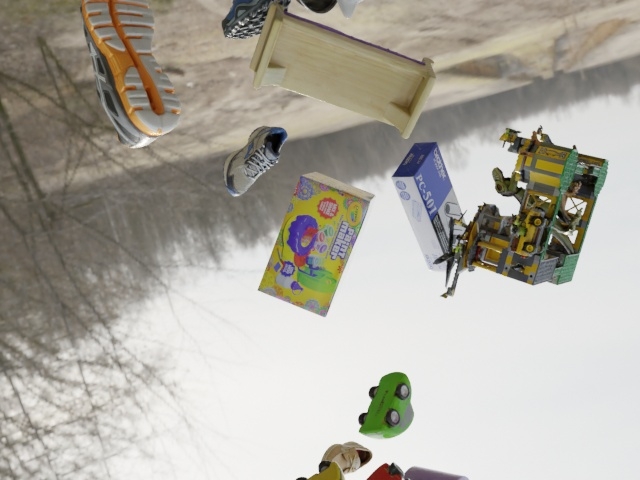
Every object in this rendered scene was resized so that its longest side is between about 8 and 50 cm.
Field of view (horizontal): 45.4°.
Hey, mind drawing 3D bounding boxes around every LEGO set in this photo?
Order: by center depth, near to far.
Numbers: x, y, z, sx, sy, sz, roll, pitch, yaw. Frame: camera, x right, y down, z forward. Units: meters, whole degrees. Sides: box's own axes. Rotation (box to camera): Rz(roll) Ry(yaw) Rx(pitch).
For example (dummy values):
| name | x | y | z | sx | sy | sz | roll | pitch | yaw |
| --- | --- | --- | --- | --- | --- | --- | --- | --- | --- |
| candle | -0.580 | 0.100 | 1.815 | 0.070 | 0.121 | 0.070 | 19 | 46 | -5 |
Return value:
| name | x | y | z | sx | sy | sz | roll | pitch | yaw |
| --- | --- | --- | --- | --- | --- | --- | --- | --- | --- |
| LEGO set | 0.287 | -0.053 | 1.155 | 0.192 | 0.254 | 0.331 | 19 | -161 | 29 |

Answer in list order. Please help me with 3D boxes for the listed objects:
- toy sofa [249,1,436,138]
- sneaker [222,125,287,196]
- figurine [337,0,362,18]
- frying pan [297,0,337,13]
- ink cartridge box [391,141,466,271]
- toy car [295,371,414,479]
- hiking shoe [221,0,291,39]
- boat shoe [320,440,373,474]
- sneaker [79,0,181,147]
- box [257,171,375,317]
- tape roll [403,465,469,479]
| name | x | y | z | sx | sy | sz | roll | pitch | yaw |
| --- | --- | --- | --- | --- | --- | --- | --- | --- | --- |
| toy sofa | 0.046 | -0.361 | 1.593 | 0.363 | 0.150 | 0.177 | 17 | -149 | -12 |
| sneaker | -0.092 | -0.120 | 1.107 | 0.058 | 0.052 | 0.135 | -4 | -133 | 43 |
| figurine | 0.045 | -0.423 | 0.978 | 0.092 | 0.209 | 0.215 | -2 | 149 | -14 |
| frying pan | 0.009 | -0.548 | 1.382 | 0.053 | 0.197 | 0.326 | 4 | -129 | 31 |
| ink cartridge box | 0.189 | -0.054 | 1.287 | 0.046 | 0.207 | 0.097 | 2 | -138 | 38 |
| toy car | 0.072 | 0.271 | 0.978 | 0.239 | 0.053 | 0.225 | -19 | -147 | 47 |
| hiking shoe | -0.121 | -0.551 | 1.633 | 0.113 | 0.132 | 0.304 | -9 | 160 | -44 |
| boat shoe | 0.058 | 0.460 | 1.610 | 0.059 | 0.062 | 0.170 | 7 | -176 | 29 |
| sneaker | -0.231 | -0.204 | 0.875 | 0.084 | 0.214 | 0.083 | -7 | 163 | -39 |
| box | 0.000 | 0.000 | 1.868 | 0.177 | 0.289 | 0.279 | 22 | -172 | 3 |
| tape roll | 0.159 | 0.430 | 1.112 | 0.080 | 0.188 | 0.189 | 3 | -166 | 27 |
